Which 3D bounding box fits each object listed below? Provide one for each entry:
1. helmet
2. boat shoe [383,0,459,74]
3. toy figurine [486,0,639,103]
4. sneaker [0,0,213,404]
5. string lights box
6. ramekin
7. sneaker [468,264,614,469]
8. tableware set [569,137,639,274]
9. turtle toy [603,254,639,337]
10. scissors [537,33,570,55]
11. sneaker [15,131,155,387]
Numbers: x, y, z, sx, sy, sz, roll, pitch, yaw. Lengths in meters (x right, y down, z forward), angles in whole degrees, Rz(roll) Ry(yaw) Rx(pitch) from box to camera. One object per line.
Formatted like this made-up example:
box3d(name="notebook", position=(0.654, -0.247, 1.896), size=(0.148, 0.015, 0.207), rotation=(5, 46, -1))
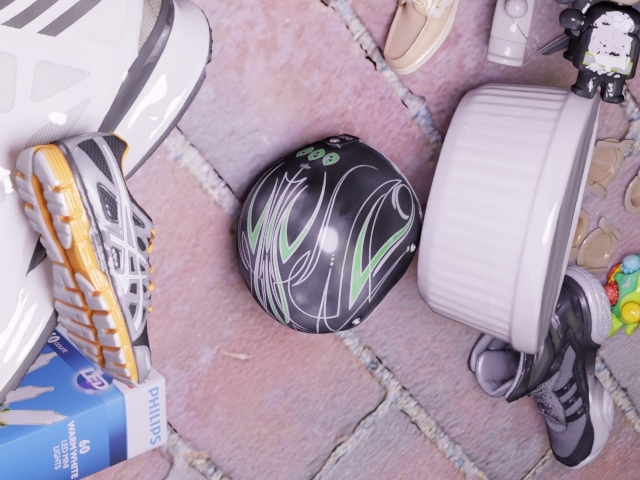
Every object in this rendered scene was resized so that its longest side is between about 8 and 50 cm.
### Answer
box3d(name="helmet", position=(0.000, 0.000, 1.717), size=(0.161, 0.169, 0.169), rotation=(-48, 140, -29))
box3d(name="boat shoe", position=(0.099, -0.239, 1.723), size=(0.059, 0.063, 0.170), rotation=(30, 86, -45))
box3d(name="toy figurine", position=(0.279, -0.225, 1.776), size=(0.213, 0.209, 0.148), rotation=(-2, 111, -39))
box3d(name="sneaker", position=(-0.300, -0.060, 1.446), size=(0.257, 0.169, 0.447), rotation=(36, 83, -39))
box3d(name="string lights box", position=(-0.277, 0.162, 1.601), size=(0.260, 0.133, 0.076), rotation=(-21, 128, -30))
box3d(name="ramekin", position=(0.183, -0.031, 1.806), size=(0.273, 0.127, 0.272), rotation=(14, 90, -78))
box3d(name="sneaker", position=(0.246, 0.163, 2.087), size=(0.153, 0.101, 0.268), rotation=(-21, 126, -25))
box3d(name="tableware set", position=(0.318, -0.034, 2.073), size=(0.141, 0.020, 0.168), rotation=(20, 102, -46))
box3d(name="turtle toy", position=(0.356, 0.065, 2.135), size=(0.130, 0.066, 0.095), rotation=(-56, 161, 7))
box3d(name="scissors", position=(0.346, -0.263, 1.951), size=(0.297, 0.021, 0.109), rotation=(-13, 127, -34))
box3d(name="sneaker", position=(-0.161, 0.015, 1.419), size=(0.083, 0.084, 0.214), rotation=(-31, 121, -34))
